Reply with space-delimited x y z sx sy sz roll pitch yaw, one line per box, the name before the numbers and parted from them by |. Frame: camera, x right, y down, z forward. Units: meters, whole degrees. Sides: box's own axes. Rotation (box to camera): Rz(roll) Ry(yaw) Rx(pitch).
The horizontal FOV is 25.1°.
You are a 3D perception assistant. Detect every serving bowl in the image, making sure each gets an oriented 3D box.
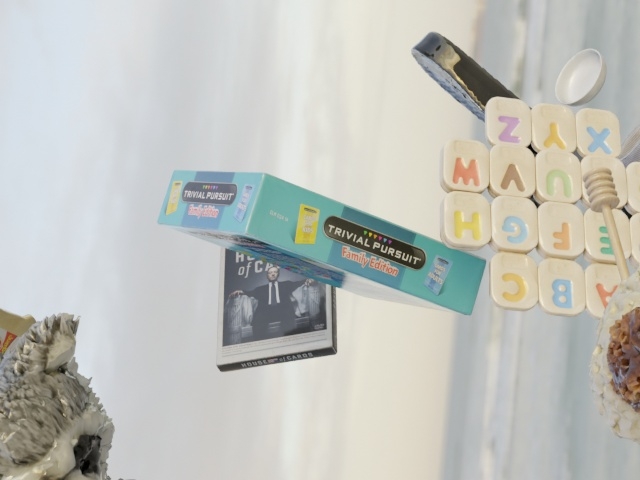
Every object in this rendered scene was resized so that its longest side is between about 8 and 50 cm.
serving bowl | 0.352 -0.213 1.912 0.083 0.027 0.083 -38 37 36

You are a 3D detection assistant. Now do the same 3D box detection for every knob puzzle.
knob puzzle | -0.501 0.183 2.170 0.213 0.030 0.213 -33 -35 -27

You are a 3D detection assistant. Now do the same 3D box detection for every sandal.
sandal | 0.277 -0.105 1.937 0.107 0.446 0.167 -47 -19 -1

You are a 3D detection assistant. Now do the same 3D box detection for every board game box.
board game box | 0.000 0.000 1.810 0.254 0.336 0.079 6 77 60

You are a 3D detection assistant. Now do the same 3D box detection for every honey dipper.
honey dipper | 0.290 0.003 1.399 0.030 0.030 0.161 85 175 -62

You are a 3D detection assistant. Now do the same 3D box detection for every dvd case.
dvd case | -0.064 0.075 2.127 0.029 0.179 0.239 62 -158 -52

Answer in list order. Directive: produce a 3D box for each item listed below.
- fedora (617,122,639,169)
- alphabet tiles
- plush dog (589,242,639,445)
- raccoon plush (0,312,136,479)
fedora | 0.568 -0.155 2.267 0.275 0.124 0.244 -40 -2 -14
alphabet tiles | 0.280 -0.043 1.688 0.021 0.284 0.278 114 161 -63
plush dog | 0.255 0.034 0.919 0.225 0.210 0.262 -55 -33 -3
raccoon plush | -0.339 0.178 1.164 0.216 0.446 0.299 -58 -33 -43
